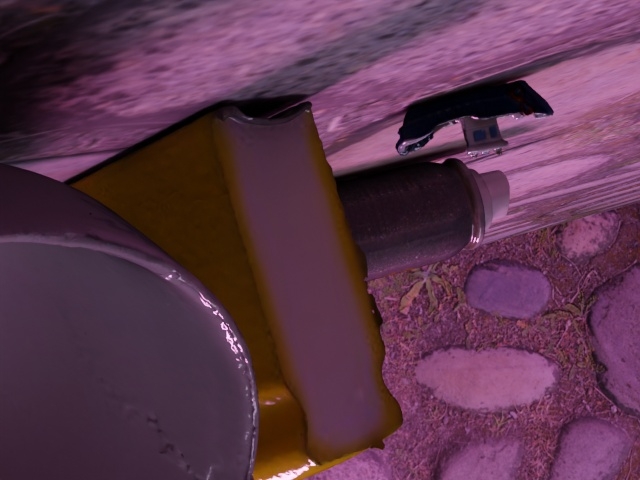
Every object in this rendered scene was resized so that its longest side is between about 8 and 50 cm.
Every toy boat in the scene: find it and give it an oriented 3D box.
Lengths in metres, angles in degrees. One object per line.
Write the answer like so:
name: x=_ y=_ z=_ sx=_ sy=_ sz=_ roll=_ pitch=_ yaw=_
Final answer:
toy boat: x=0.079 y=-0.059 z=0.663 sx=0.083 sy=0.038 sz=0.038 roll=-15 pitch=176 yaw=5

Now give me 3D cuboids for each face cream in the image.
face cream: x=0.000 y=0.000 z=0.887 sx=0.284 sy=0.073 sz=0.073 roll=-15 pitch=176 yaw=-15

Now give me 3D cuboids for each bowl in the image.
bowl: x=-0.171 y=0.083 z=0.396 sx=0.287 sy=0.144 sz=0.287 roll=-29 pitch=140 yaw=-28

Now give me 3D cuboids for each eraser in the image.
eraser: x=-0.072 y=0.042 z=0.604 sx=0.069 sy=0.158 sz=0.226 roll=-15 pitch=177 yaw=-44
